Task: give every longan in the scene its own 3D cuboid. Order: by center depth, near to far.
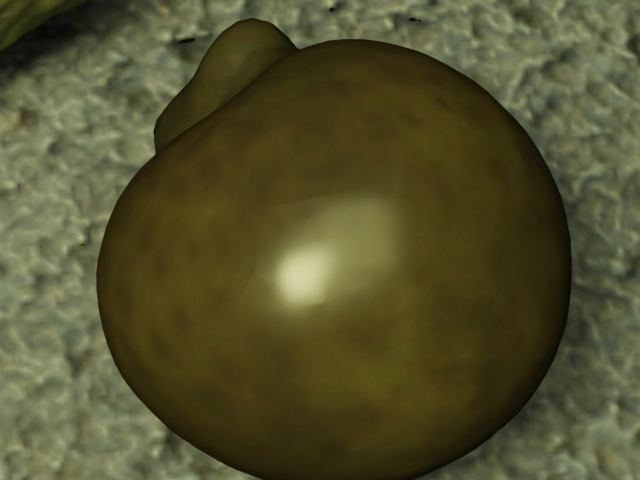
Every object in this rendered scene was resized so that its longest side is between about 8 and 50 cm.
[{"bbox_3d":[0.000,0.000,0.614,0.185,0.159,0.204,-21,66,-6],"label":"longan"}]

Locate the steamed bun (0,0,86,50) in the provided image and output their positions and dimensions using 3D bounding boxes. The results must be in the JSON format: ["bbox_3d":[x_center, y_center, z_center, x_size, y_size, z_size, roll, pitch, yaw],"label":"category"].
[{"bbox_3d":[-0.231,-0.192,0.611,0.290,0.272,0.273,-35,76,-13],"label":"steamed bun"}]
